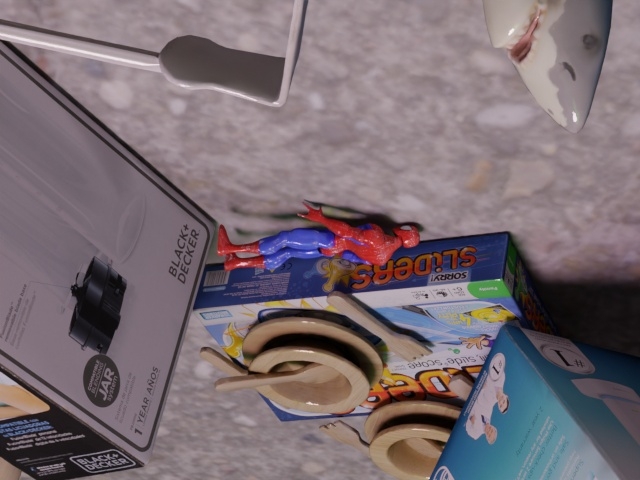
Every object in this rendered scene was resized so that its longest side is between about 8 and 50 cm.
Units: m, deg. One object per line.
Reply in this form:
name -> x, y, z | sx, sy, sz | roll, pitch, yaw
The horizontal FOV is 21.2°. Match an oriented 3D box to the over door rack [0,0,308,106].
over door rack -> -0.134, -0.146, 0.630 | 0.324, 0.239, 0.108 | 5, 143, 11

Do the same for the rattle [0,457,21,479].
rattle -> -0.281, 0.166, 1.155 | 0.130, 0.200, 0.143 | 3, 145, 12

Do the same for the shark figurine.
shark figurine -> 0.110, -0.199, 0.614 | 0.116, 0.166, 0.278 | -6, 131, -18

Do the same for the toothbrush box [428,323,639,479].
toothbrush box -> 0.215, 0.184, 0.912 | 0.216, 0.295, 0.126 | 14, 109, -24

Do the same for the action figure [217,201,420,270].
action figure -> 0.000, 0.000, 0.987 | 0.115, 0.030, 0.038 | 0, 150, 9

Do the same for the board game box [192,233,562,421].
board game box -> 0.040, 0.058, 1.050 | 0.201, 0.035, 0.136 | -7, 141, 25

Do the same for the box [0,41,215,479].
box -> -0.195, -0.012, 0.909 | 0.087, 0.169, 0.290 | -14, 139, 36

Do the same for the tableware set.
tableware set -> 0.031, 0.109, 1.059 | 0.194, 0.039, 0.128 | 35, 139, -30
